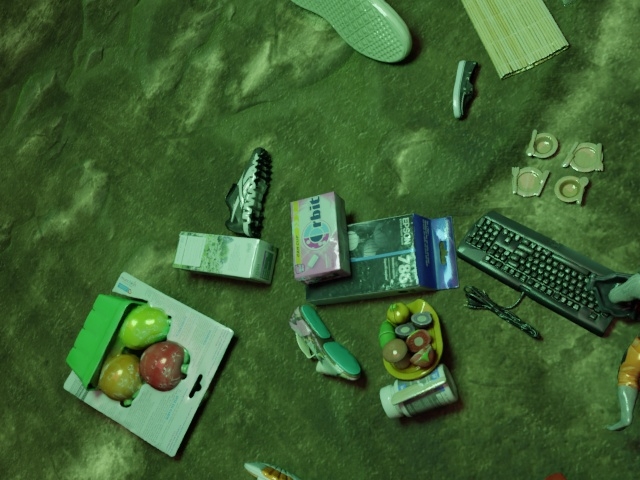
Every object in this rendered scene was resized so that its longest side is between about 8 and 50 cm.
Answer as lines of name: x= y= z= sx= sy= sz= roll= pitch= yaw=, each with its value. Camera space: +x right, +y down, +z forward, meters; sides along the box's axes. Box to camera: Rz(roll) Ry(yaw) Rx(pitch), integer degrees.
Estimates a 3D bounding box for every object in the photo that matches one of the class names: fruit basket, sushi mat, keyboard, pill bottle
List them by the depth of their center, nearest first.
keyboard: x=0.406 y=0.085 z=1.148 sx=0.317 sy=0.033 sz=0.201 roll=32 pitch=90 yaw=30
pill bottle: x=0.192 y=0.300 z=1.157 sx=0.137 sy=0.078 sz=0.078 roll=-25 pitch=66 yaw=17
sushi mat: x=0.420 y=-0.517 z=1.329 sx=0.152 sy=0.019 sz=0.316 roll=-25 pitch=66 yaw=16
fruit basket: x=-0.419 y=0.290 z=1.433 sx=0.353 sy=0.165 sz=0.326 roll=24 pitch=86 yaw=13

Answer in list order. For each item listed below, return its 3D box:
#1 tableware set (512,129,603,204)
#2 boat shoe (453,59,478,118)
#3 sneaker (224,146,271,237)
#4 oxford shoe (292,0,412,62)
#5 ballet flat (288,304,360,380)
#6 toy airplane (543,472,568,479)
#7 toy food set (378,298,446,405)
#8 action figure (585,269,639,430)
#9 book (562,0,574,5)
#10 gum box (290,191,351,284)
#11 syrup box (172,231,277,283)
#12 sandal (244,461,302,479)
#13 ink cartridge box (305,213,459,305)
tableware set: x=0.477 y=-0.146 z=1.189 sx=0.169 sy=0.020 sz=0.141 roll=17 pitch=83 yaw=29
boat shoe: x=0.322 y=-0.338 z=1.305 sx=0.040 sy=0.049 sz=0.142 roll=4 pitch=74 yaw=26
sneaker: x=-0.189 y=-0.123 z=1.465 sx=0.106 sy=0.078 sz=0.234 roll=3 pitch=78 yaw=24
oxford shoe: x=0.073 y=-0.595 z=1.452 sx=0.130 sy=0.169 sz=0.449 roll=-31 pitch=59 yaw=-26
ballet flat: x=0.003 y=0.236 z=1.277 sx=0.221 sy=0.077 sz=0.079 roll=47 pitch=116 yaw=33
toy airplane: x=0.362 y=0.549 z=0.830 sx=0.273 sy=0.384 sz=0.385 roll=-7 pitch=73 yaw=13
toy food set: x=0.169 y=0.197 z=1.156 sx=0.128 sy=0.071 sz=0.217 roll=-22 pitch=41 yaw=19
action figure: x=0.620 y=0.148 z=0.944 sx=0.342 sy=0.178 sz=0.329 roll=-1 pitch=85 yaw=19
book: x=0.554 y=-0.596 z=1.284 sx=0.096 sy=0.035 sz=0.144 roll=-20 pitch=66 yaw=15
gum box: x=0.000 y=0.000 z=1.277 sx=0.107 sy=0.062 sz=0.188 roll=-13 pitch=69 yaw=22
syrup box: x=-0.231 y=0.041 z=1.425 sx=0.237 sy=0.096 sz=0.093 roll=6 pitch=79 yaw=26
sandal: x=-0.054 y=0.529 z=1.193 sx=0.266 sy=0.102 sz=0.076 roll=17 pitch=80 yaw=26
ink cartridge box: x=0.123 y=0.040 z=1.278 sx=0.333 sy=0.065 sz=0.165 roll=-10 pitch=70 yaw=21
